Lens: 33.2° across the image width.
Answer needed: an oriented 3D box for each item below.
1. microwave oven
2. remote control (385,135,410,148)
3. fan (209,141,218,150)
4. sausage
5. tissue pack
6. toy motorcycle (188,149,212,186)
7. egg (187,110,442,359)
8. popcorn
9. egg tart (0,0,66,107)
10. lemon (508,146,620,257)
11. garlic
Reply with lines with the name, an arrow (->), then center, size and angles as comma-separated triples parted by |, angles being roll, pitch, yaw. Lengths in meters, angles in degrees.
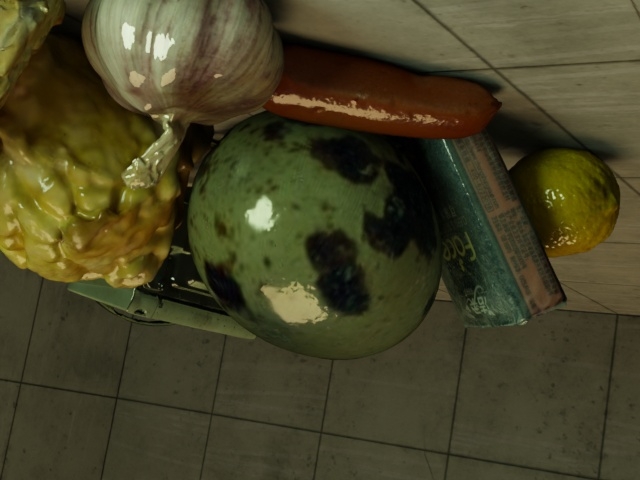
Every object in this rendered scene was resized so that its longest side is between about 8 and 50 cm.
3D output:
microwave oven -> -0.297, 0.030, 2.321 | 0.247, 0.333, 0.394 | 6, 171, 40
remote control -> 0.100, -0.168, 1.711 | 0.043, 0.027, 0.152 | 9, 171, 43
fan -> -0.275, -0.183, 2.021 | 0.230, 0.011, 0.335 | 5, 169, 27
sausage -> 0.069, -0.188, 1.417 | 0.348, 0.094, 0.097 | 10, 169, -9
tissue pack -> 0.231, -0.027, 1.612 | 0.103, 0.315, 0.228 | -24, 179, -14
toy motorcycle -> -0.099, -0.128, 1.877 | 0.341, 0.107, 0.223 | -5, 172, 32
egg -> 0.000, 0.000, 1.565 | 0.345, 0.345, 0.428 | 0, 139, 43
popcorn -> -0.355, -0.110, 1.538 | 0.390, 0.344, 0.354 | 11, 167, -33
egg tart -> -0.436, -0.211, 1.222 | 0.150, 0.352, 0.352 | 45, 153, -26
lemon -> 0.364, -0.057, 1.655 | 0.181, 0.180, 0.193 | 14, -171, -26
garlic -> -0.176, -0.178, 1.266 | 0.245, 0.253, 0.245 | 15, 172, 2
